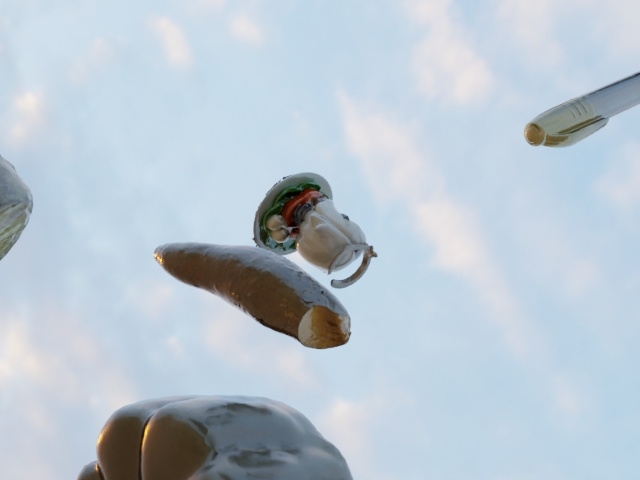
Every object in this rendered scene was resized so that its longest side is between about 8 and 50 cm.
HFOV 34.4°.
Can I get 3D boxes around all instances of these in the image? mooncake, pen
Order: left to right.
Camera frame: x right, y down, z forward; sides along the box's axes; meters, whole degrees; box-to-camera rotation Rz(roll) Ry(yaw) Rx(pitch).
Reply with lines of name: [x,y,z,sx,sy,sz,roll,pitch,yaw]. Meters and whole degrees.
mooncake: [-0.139,0.357,1.186,0.378,0.200,0.379,-14,-109,44]
pen: [0.272,-0.127,0.950,0.040,0.233,0.032,49,-36,26]

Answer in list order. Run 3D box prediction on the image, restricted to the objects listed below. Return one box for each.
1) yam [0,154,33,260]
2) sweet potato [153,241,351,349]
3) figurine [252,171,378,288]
yam: [-0.246,-0.105,0.482,0.300,0.066,0.066,48,-40,4]
sweet potato: [-0.075,0.038,1.048,0.243,0.077,0.077,26,-44,27]
figurine: [0.000,0.000,1.333,0.153,0.132,0.132,41,-35,40]
